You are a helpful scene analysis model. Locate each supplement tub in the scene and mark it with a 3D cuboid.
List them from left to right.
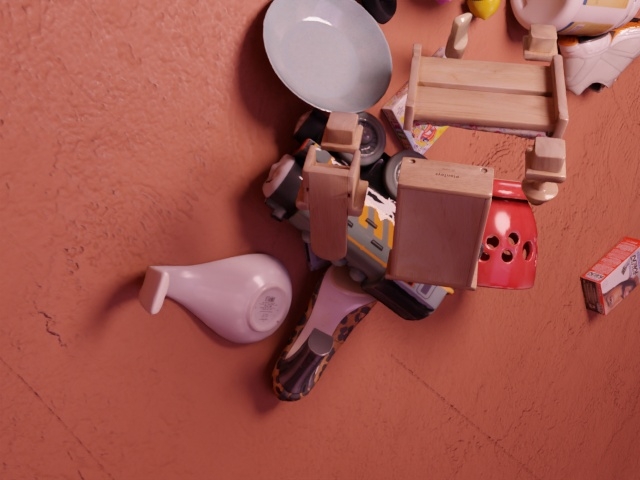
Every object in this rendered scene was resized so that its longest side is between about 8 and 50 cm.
[{"bbox_3d":[0.436,-0.421,1.223,0.199,0.144,0.144,-9,109,-35],"label":"supplement tub"}]

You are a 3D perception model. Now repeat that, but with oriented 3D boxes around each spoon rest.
[{"bbox_3d":[-0.140,0.073,1.000,0.276,0.084,0.137,16,95,-52],"label":"spoon rest"}]

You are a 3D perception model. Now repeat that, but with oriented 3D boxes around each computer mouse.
[{"bbox_3d":[0.064,-0.428,1.020,0.071,0.041,0.242,-28,113,-51],"label":"computer mouse"}]

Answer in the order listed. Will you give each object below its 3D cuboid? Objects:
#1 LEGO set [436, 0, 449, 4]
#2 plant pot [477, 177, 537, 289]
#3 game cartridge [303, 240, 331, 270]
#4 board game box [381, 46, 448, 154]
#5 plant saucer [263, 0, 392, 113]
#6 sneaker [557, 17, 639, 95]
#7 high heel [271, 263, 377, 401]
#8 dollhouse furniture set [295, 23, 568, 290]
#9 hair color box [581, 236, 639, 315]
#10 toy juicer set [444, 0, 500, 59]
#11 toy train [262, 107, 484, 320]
[{"bbox_3d":[0.159,-0.412,1.041,0.093,0.087,0.227,38,58,-35],"label":"LEGO set"},{"bbox_3d":[0.265,-0.017,1.189,0.191,0.191,0.174,2,99,-37],"label":"plant pot"},{"bbox_3d":[0.000,0.000,1.109,0.056,0.017,0.083,-20,115,-27],"label":"game cartridge"},{"bbox_3d":[0.177,-0.222,1.166,0.154,0.026,0.103,-47,125,-16],"label":"board game box"},{"bbox_3d":[0.006,-0.255,0.991,0.195,0.037,0.195,8,71,-24],"label":"plant saucer"},{"bbox_3d":[0.548,-0.349,1.371,0.262,0.099,0.121,-19,122,-23],"label":"sneaker"},{"bbox_3d":[0.008,0.130,1.138,0.093,0.186,0.261,34,46,2],"label":"high heel"},{"bbox_3d":[0.151,-0.130,0.959,0.174,0.303,0.356,89,11,-48],"label":"dollhouse furniture set"},{"bbox_3d":[0.648,0.077,1.585,0.167,0.053,0.093,-35,122,-22],"label":"hair color box"},{"bbox_3d":[0.238,-0.395,1.082,0.089,0.209,0.329,34,73,5],"label":"toy juicer set"},{"bbox_3d":[0.078,-0.036,1.027,0.334,0.142,0.190,37,75,-11],"label":"toy train"}]
